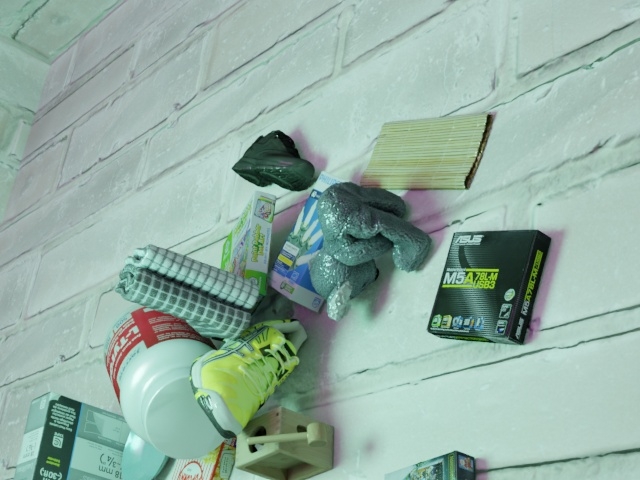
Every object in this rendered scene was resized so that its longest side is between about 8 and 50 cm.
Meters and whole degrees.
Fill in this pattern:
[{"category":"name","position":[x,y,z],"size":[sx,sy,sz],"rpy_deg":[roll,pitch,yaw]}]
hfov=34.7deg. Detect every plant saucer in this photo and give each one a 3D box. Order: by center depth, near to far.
[{"category":"plant saucer","position":[-0.377,0.465,2.292],"size":[0.195,0.037,0.195],"rpy_deg":[-34,43,38]}]

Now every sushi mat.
[{"category":"sushi mat","position":[0.197,-0.167,1.962],"size":[0.316,0.019,0.151],"rpy_deg":[3,69,55]}]

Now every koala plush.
[{"category":"koala plush","position":[0.052,0.023,1.893],"size":[0.221,0.203,0.196],"rpy_deg":[-62,30,24]}]

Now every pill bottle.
[{"category":"pill bottle","position":[-0.309,0.284,2.101],"size":[0.229,0.229,0.407],"rpy_deg":[-61,24,3]}]

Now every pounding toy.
[{"category":"pounding toy","position":[-0.058,0.341,1.803],"size":[0.206,0.181,0.094],"rpy_deg":[-31,44,39]}]

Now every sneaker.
[{"category":"sneaker","position":[-0.128,0.230,1.896],"size":[0.147,0.145,0.385],"rpy_deg":[-29,12,16]},{"category":"sneaker","position":[-0.098,-0.190,2.317],"size":[0.286,0.109,0.130],"rpy_deg":[14,73,55]}]

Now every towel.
[{"category":"towel","position":[-0.262,0.101,1.945],"size":[0.283,0.235,0.121],"rpy_deg":[169,121,-72]}]

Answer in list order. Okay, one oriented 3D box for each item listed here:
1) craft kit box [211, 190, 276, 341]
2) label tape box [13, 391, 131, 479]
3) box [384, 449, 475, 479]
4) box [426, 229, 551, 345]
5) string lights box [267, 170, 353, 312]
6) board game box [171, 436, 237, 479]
[{"category":"craft kit box","position":[-0.166,0.060,2.199],"size":[0.250,0.061,0.247],"rpy_deg":[126,156,-53]},{"category":"label tape box","position":[-0.561,0.541,2.308],"size":[0.106,0.240,0.334],"rpy_deg":[-25,49,41]},{"category":"box","position":[0.164,0.450,1.542],"size":[0.159,0.044,0.233],"rpy_deg":[-30,45,41]},{"category":"box","position":[0.271,0.074,1.663],"size":[0.190,0.045,0.184],"rpy_deg":[0,69,54]},{"category":"string lights box","position":[0.000,0.000,2.061],"size":[0.260,0.076,0.133],"rpy_deg":[-63,30,0]},{"category":"board game box","position":[-0.244,0.479,2.088],"size":[0.146,0.045,0.193],"rpy_deg":[-5,64,53]}]
